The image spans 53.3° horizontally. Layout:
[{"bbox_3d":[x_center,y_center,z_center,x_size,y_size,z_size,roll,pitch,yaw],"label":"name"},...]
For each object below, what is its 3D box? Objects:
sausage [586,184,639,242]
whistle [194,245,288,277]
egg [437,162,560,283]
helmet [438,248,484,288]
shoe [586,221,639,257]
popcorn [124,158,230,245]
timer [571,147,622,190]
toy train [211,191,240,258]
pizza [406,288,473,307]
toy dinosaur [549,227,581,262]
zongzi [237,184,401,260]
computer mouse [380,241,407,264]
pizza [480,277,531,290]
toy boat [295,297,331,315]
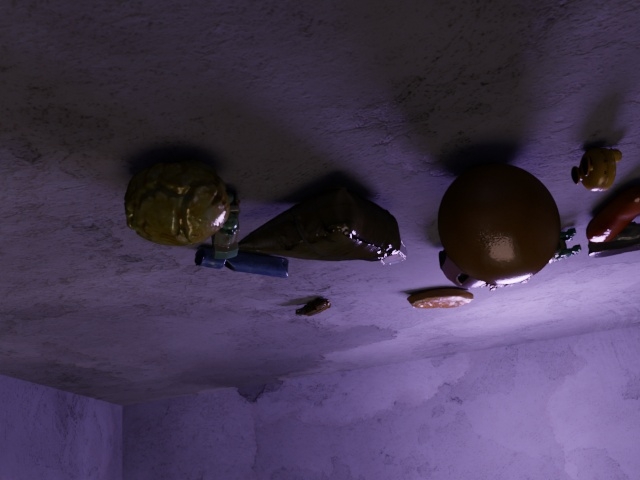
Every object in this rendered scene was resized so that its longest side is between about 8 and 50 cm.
[{"bbox_3d":[0.858,-0.077,1.844,0.089,0.083,0.300,2,154,-6],"label":"sausage"},{"bbox_3d":[-0.220,0.065,1.880,0.304,0.062,0.062,11,151,-36],"label":"whistle"},{"bbox_3d":[0.427,-0.039,1.536,0.283,0.282,0.351,-16,155,19],"label":"egg"},{"bbox_3d":[0.481,0.061,1.978,0.199,0.154,0.253,4,159,-24],"label":"helmet"},{"bbox_3d":[0.971,-0.020,2.000,0.275,0.098,0.103,-11,165,4],"label":"shoe"},{"bbox_3d":[-0.306,-0.079,1.358,0.221,0.183,0.204,-10,151,9],"label":"popcorn"},{"bbox_3d":[0.673,-0.172,1.529,0.109,0.107,0.107,-2,157,-3],"label":"timer"},{"bbox_3d":[-0.230,-0.038,1.545,0.081,0.125,0.194,-5,158,-14],"label":"toy train"},{"bbox_3d":[0.467,0.228,2.488,0.271,0.056,0.134,-7,155,-3],"label":"pizza"},{"bbox_3d":[0.761,0.030,2.070,0.153,0.094,0.259,-16,164,20],"label":"toy dinosaur"},{"bbox_3d":[0.000,0.000,1.657,0.361,0.159,0.323,-21,153,29],"label":"zongzi"},{"bbox_3d":[0.198,0.026,1.931,0.102,0.044,0.199,-15,157,20],"label":"computer mouse"},{"bbox_3d":[0.648,0.123,2.254,0.161,0.085,0.306,12,152,-41],"label":"pizza"},{"bbox_3d":[-0.029,0.251,2.404,0.149,0.047,0.049,-23,140,27],"label":"toy boat"}]
